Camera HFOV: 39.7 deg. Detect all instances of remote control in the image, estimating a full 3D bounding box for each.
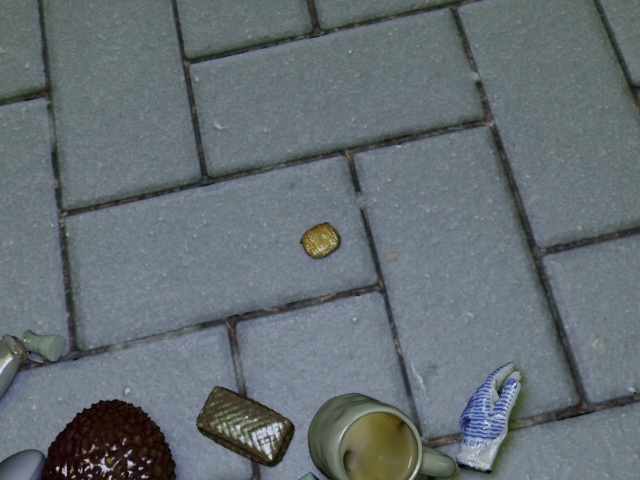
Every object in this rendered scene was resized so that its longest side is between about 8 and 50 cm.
[{"bbox_3d":[-0.635,0.525,1.642,0.103,0.221,0.332,44,75,-16],"label":"remote control"}]

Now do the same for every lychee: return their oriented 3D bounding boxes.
[{"bbox_3d":[-0.389,0.418,1.659,0.271,0.271,0.271,-2,67,4],"label":"lychee"}]

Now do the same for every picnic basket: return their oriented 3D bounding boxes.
[{"bbox_3d":[-0.151,0.364,1.751,0.193,0.055,0.110,22,70,15],"label":"picnic basket"}]

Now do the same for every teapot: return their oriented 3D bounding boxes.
[{"bbox_3d":[-0.585,0.220,1.847,0.083,0.057,0.067,12,65,17],"label":"teapot"}]

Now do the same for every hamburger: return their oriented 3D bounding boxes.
[{"bbox_3d":[0.000,0.000,1.897,0.083,0.044,0.076,-28,70,-5],"label":"hamburger"}]

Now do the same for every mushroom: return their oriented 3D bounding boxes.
[{"bbox_3d":[-0.703,0.347,1.769,0.109,0.097,0.351,16,73,29],"label":"mushroom"}]

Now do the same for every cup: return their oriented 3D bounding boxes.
[{"bbox_3d":[0.115,0.369,1.641,0.255,0.202,0.173,-8,89,-16],"label":"cup"}]

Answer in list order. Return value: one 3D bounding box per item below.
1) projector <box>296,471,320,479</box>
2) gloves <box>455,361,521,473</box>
[{"bbox_3d":[-0.041,0.547,1.607,0.242,0.163,0.177,-32,70,-7],"label":"projector"},{"bbox_3d":[0.326,0.336,1.696,0.097,0.119,0.229,36,69,-16],"label":"gloves"}]
